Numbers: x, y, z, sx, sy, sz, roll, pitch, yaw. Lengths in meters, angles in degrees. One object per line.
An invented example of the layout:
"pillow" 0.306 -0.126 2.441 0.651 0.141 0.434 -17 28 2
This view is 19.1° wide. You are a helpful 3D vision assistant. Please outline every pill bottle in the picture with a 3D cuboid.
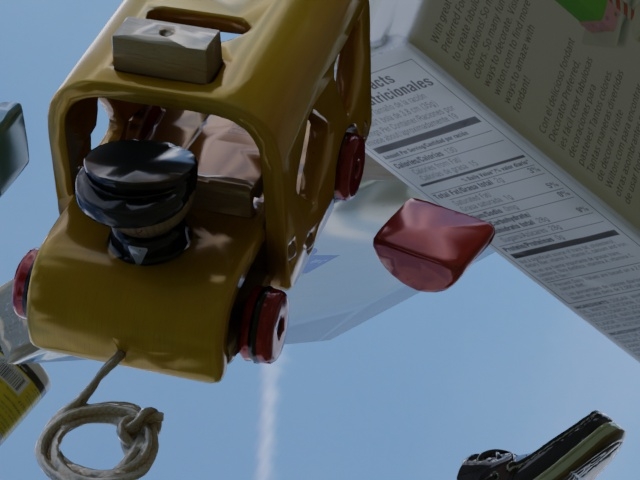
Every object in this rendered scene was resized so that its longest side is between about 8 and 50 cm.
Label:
"pill bottle" -0.244 0.121 1.299 0.116 0.065 0.065 -49 -45 -22

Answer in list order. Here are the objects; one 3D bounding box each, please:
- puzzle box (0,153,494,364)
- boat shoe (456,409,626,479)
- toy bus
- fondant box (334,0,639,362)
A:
"puzzle box" 0.000 0.000 1.308 0.409 0.272 0.052 1 -116 -60
"boat shoe" 0.132 0.196 1.467 0.223 0.073 0.080 -42 -26 13
"toy bus" -0.049 -0.034 0.690 0.191 0.202 0.104 -20 -49 -21
"fondant box" 0.159 -0.096 0.989 0.330 0.096 0.238 37 -121 -30
